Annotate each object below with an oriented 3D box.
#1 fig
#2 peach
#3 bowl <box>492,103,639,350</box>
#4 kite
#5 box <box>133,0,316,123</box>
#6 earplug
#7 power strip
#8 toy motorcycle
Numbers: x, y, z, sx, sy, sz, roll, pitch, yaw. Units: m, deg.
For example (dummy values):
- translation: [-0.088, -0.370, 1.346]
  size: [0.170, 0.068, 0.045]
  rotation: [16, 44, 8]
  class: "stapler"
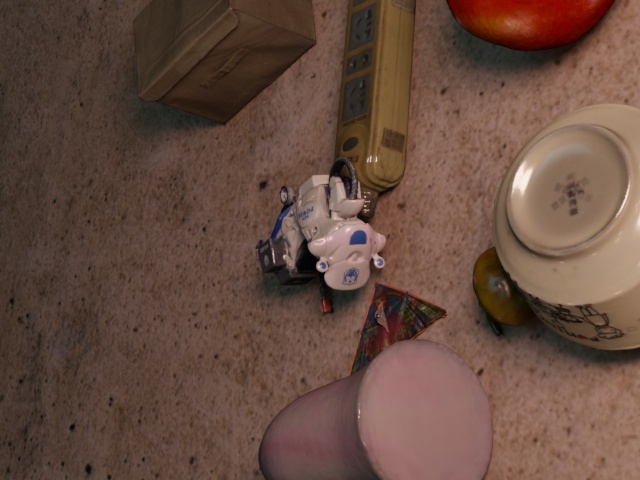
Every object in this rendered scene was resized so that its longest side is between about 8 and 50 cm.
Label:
- translation: [0.189, 0.050, 1.386]
  size: [0.084, 0.082, 0.098]
  rotation: [55, 147, 6]
  class: "fig"
- translation: [0.217, -0.293, 1.373]
  size: [0.192, 0.190, 0.190]
  rotation: [108, 154, -50]
  class: "peach"
- translation: [0.256, -0.028, 1.238]
  size: [0.238, 0.126, 0.237]
  rotation: [-17, 60, 34]
  class: "bowl"
- translation: [0.079, 0.113, 1.557]
  size: [0.190, 0.010, 0.159]
  rotation: [-45, 45, 35]
  class: "kite"
- translation: [-0.137, -0.294, 1.884]
  size: [0.231, 0.149, 0.155]
  rotation: [-37, 50, 40]
  class: "box"
- translation: [0.030, 0.224, 1.468]
  size: [0.301, 0.172, 0.172]
  rotation: [-28, 56, 53]
  class: "earplug"
- translation: [0.067, -0.213, 1.654]
  size: [0.092, 0.066, 0.387]
  rotation: [-17, 65, 52]
  class: "power strip"
- translation: [0.000, 0.000, 1.609]
  size: [0.221, 0.102, 0.150]
  rotation: [-37, 61, 58]
  class: "toy motorcycle"
